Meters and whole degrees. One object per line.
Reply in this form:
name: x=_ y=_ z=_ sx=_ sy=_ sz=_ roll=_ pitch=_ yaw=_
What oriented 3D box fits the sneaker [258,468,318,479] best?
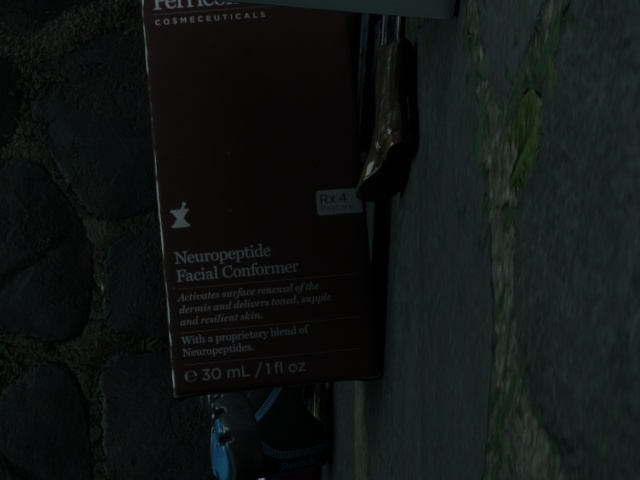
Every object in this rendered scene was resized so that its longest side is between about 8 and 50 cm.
sneaker: x=-0.072 y=0.344 z=1.762 sx=0.111 sy=0.103 sz=0.252 roll=57 pitch=141 yaw=45

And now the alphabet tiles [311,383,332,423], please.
alphabet tiles: x=0.004 y=0.131 z=1.702 sx=0.237 sy=0.009 sz=0.198 roll=101 pitch=172 yaw=-52

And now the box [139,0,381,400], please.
box: x=-0.058 y=-0.051 z=1.248 sx=0.143 sy=0.191 sz=0.381 roll=130 pitch=134 yaw=-82

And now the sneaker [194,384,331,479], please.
sneaker: x=-0.085 y=0.168 z=1.672 sx=0.340 sy=0.140 sz=0.125 roll=-109 pitch=23 yaw=-47

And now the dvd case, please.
dvd case: x=0.055 y=-0.173 z=1.292 sx=0.221 sy=0.018 sz=0.164 roll=122 pitch=152 yaw=-81

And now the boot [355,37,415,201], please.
boot: x=0.055 y=-0.102 z=1.132 sx=0.106 sy=0.037 sz=0.114 roll=125 pitch=148 yaw=-54

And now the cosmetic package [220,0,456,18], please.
cosmetic package: x=-0.019 y=-0.247 z=1.010 sx=0.224 sy=0.224 sz=0.138 roll=-107 pitch=22 yaw=-77

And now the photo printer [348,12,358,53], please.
photo printer: x=-0.039 y=-0.138 z=1.516 sx=0.307 sy=0.107 sz=0.256 roll=-73 pitch=-5 yaw=-48
